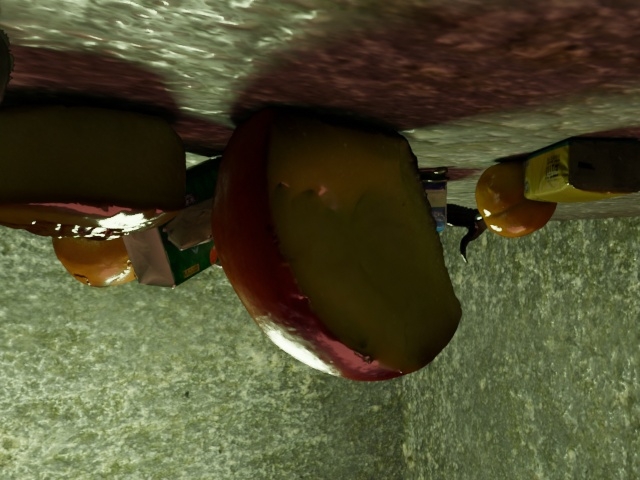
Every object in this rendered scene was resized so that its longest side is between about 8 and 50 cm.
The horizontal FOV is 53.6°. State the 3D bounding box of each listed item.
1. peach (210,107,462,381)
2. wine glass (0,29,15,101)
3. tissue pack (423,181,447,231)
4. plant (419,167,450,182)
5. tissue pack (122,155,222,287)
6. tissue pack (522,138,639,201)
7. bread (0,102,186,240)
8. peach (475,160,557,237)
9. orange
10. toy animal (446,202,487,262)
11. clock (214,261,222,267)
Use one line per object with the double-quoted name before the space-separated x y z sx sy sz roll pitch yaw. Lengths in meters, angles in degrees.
"peach" 0.000 0.000 0.838 0.242 0.380 0.306 -3 -157 44
"wine glass" -0.298 -0.127 0.336 0.074 0.074 0.262 -1 177 23
"tissue pack" 0.120 -0.066 1.356 0.270 0.137 0.209 1 177 -3
"plant" 0.043 -0.061 1.189 0.334 0.180 0.251 -3 -168 -40
"tissue pack" -0.181 -0.036 0.981 0.156 0.148 0.209 0 -158 41
"tissue pack" 0.397 -0.102 0.971 0.120 0.082 0.169 1 179 -4
"bread" -0.289 -0.074 0.749 0.270 0.147 0.270 0 179 0
"peach" 0.346 -0.077 1.112 0.138 0.138 0.138 0 179 0
"orange" -0.516 -0.008 1.531 0.246 0.246 0.246 0 179 0
"toy animal" 0.415 -0.042 1.643 0.160 0.197 0.272 -3 175 -22
"clock" -0.187 -0.035 1.353 0.197 0.196 0.068 0 178 -16
